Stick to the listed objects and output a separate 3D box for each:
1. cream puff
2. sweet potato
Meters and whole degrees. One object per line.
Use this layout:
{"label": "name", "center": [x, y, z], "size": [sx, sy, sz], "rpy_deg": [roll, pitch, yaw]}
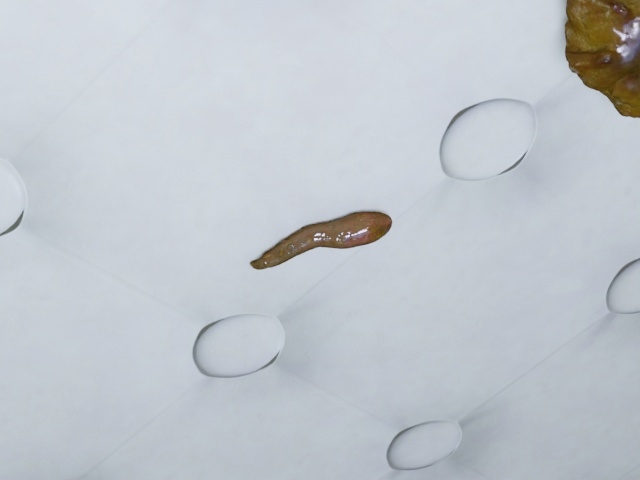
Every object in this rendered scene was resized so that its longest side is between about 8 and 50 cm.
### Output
{"label": "cream puff", "center": [0.421, -0.272, 1.382], "size": [0.241, 0.155, 0.269], "rpy_deg": [-35, 128, 7]}
{"label": "sweet potato", "center": [0.000, 0.000, 1.557], "size": [0.214, 0.050, 0.050], "rpy_deg": [-16, 135, 1]}
